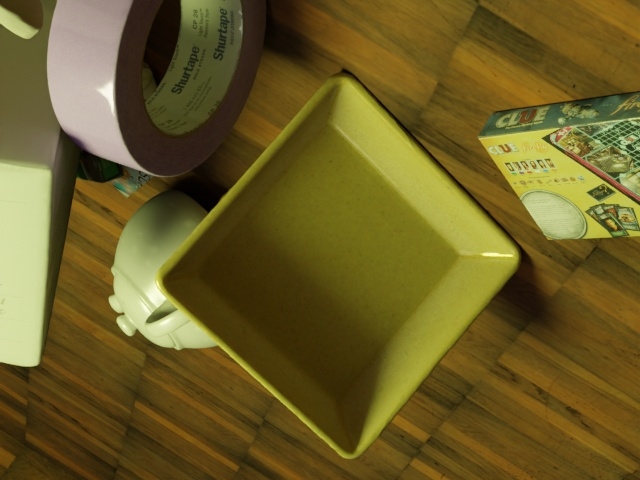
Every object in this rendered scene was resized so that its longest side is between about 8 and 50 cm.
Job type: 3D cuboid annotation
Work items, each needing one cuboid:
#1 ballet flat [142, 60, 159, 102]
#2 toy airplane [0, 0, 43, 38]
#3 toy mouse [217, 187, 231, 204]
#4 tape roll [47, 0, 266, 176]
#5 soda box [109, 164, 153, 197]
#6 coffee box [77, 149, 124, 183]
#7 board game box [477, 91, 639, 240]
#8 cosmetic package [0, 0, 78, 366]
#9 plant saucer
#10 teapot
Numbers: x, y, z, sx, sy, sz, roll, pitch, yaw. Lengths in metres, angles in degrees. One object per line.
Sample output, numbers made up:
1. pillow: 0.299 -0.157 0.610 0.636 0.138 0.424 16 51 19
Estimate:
1. ballet flat: -0.268 -0.221 1.734 0.203 0.074 0.074 39 150 -3
2. toy airplane: -0.321 -0.352 1.320 0.386 0.384 0.272 19 -179 36
3. toy mouse: -0.093 -0.006 1.836 0.143 0.031 0.161 55 161 4
4. tape roll: -0.168 -0.211 1.436 0.090 0.275 0.275 19 147 26
5. soda box: -0.239 -0.122 1.853 0.058 0.063 0.183 43 150 -11
6. coffee box: -0.347 -0.144 1.882 0.184 0.040 0.113 15 123 51
7. board game box: 0.304 -0.074 1.403 0.243 0.042 0.165 -3 135 47
8. cosmetic package: -0.459 -0.105 1.604 0.329 0.327 0.394 9 142 -7
9. plant saucer: 0.020 0.029 1.591 0.333 0.333 0.081 44 171 -17
10. teapot: -0.208 0.066 1.911 0.252 0.187 0.256 42 164 28
